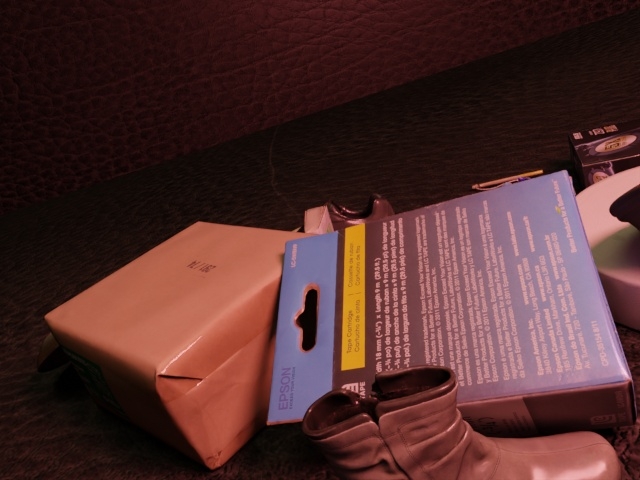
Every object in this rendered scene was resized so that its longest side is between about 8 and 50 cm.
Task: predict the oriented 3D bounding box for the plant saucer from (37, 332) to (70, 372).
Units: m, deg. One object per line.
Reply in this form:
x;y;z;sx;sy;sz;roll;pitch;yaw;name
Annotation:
-0.380;0.141;0.949;0.199;0.036;0.198;-38;-4;-3;plant saucer

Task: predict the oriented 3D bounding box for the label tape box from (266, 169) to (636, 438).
0.123;0.083;0.622;0.334;0.106;0.240;-14;49;22;label tape box

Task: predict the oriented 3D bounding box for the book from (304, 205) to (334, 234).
0.010;0.031;0.898;0.035;0.144;0.096;-14;24;11;book

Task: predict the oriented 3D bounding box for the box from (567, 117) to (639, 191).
0.519;-0.141;0.993;0.148;0.077;0.180;-10;24;21;box

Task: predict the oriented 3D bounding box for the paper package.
-0.160;0.116;0.805;0.325;0.168;0.309;7;33;44;paper package

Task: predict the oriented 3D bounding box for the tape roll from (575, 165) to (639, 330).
0.502;-0.009;0.716;0.392;0.072;0.392;-16;23;7;tape roll

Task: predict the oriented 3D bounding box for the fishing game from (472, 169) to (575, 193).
0.347;-0.073;1.020;0.189;0.041;0.264;-11;24;23;fishing game

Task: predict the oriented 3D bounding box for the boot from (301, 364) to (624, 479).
0.120;0.171;0.474;0.247;0.161;0.083;-16;23;5;boot

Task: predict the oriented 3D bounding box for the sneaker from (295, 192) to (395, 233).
0.000;0.000;0.998;0.287;0.130;0.109;-19;25;1;sneaker

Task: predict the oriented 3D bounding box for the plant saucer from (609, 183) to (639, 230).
0.444;-0.070;0.587;0.278;0.041;0.278;-17;-14;-4;plant saucer

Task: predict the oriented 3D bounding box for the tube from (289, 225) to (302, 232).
-0.089;0.032;1.095;0.240;0.070;0.062;-26;67;-5;tube
